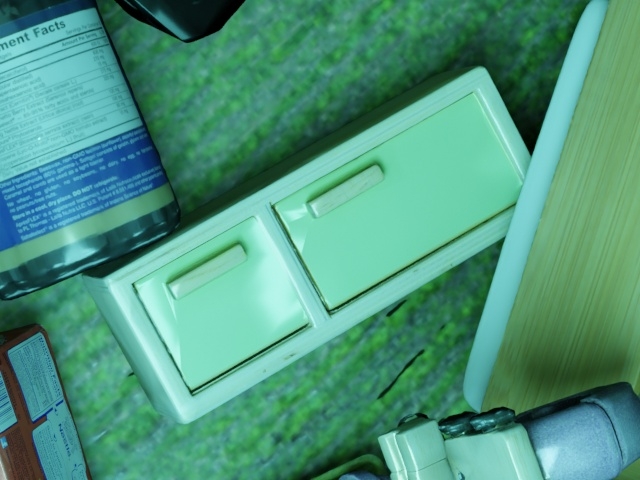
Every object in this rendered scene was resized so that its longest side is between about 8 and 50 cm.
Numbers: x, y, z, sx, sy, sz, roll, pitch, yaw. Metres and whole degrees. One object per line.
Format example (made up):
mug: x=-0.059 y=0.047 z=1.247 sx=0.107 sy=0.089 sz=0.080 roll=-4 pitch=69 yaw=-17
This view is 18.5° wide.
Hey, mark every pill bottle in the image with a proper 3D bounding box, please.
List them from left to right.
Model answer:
pill bottle: x=-0.174 y=-0.086 z=1.139 sx=0.123 sy=0.123 sz=0.219 roll=-23 pitch=94 yaw=-15

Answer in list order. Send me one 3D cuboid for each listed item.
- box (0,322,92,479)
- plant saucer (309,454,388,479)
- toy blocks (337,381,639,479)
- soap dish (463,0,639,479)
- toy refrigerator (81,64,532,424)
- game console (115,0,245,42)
box: x=-0.192 y=0.190 z=1.116 sx=0.123 sy=0.128 sz=0.256 roll=-15 pitch=96 yaw=12
plant saucer: x=-0.019 y=0.251 z=1.228 sx=0.188 sy=0.045 sz=0.188 roll=-23 pitch=97 yaw=-14
toy blocks: x=0.174 y=0.212 z=1.131 sx=0.260 sy=0.288 sz=0.309 roll=-20 pitch=91 yaw=-29
soap dish: x=0.221 y=0.010 z=1.214 sx=0.229 sy=0.118 sz=0.290 roll=25 pitch=80 yaw=-49
toy refrigerator: x=0.000 y=0.000 z=1.207 sx=0.270 sy=0.094 sz=0.102 roll=-29 pitch=99 yaw=-14
game console: x=-0.148 y=-0.304 z=1.188 sx=0.361 sy=0.044 sz=0.213 roll=40 pitch=80 yaw=-12
